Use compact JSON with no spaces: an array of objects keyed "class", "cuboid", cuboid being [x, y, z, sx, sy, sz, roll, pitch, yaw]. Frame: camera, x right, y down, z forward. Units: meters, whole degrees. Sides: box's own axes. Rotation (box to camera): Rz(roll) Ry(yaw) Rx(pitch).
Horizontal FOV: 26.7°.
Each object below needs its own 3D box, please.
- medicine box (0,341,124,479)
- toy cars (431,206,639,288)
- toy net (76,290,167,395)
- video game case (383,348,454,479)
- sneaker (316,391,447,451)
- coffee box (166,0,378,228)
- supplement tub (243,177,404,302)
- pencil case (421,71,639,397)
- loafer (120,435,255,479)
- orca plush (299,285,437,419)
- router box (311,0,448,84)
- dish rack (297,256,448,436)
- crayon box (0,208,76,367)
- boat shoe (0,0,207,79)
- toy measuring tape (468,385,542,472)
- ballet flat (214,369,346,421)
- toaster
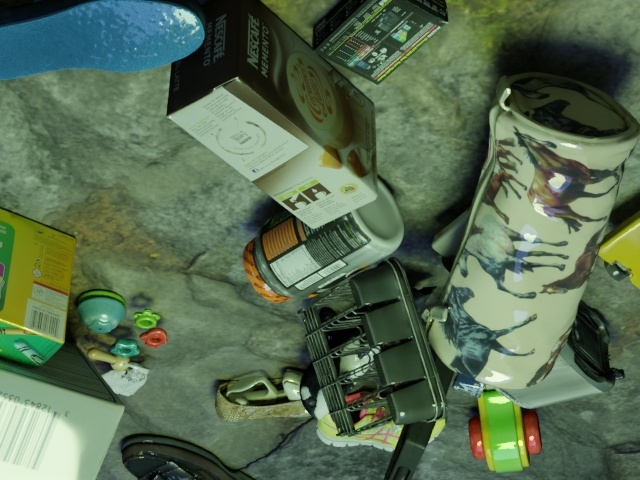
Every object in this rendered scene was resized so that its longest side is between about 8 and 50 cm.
[{"class":"medicine box","cuboid":[-0.439,0.206,1.803,0.263,0.289,0.149,21,93,-26]},{"class":"toy cars","cuboid":[0.338,0.018,1.751,0.394,0.087,0.176,2,128,1]},{"class":"toy net","cuboid":[-0.277,0.150,1.946,0.122,0.045,0.232,-3,145,-1]},{"class":"video game case","cuboid":[0.146,0.232,1.880,0.035,0.275,0.248,21,143,4]},{"class":"sneaker","cuboid":[0.092,0.274,2.091,0.208,0.081,0.094,-5,141,6]},{"class":"coffee box","cuboid":[-0.047,-0.141,1.475,0.098,0.141,0.246,-25,138,29]},{"class":"supplement tub","cuboid":[0.000,0.000,1.687,0.190,0.117,0.117,-30,135,34]},{"class":"pencil case","cuboid":[0.236,-0.007,1.580,0.184,0.160,0.410,1,129,-13]},{"class":"loafer","cuboid":[-0.207,0.417,2.261,0.109,0.095,0.302,-29,135,32]},{"class":"orca plush","cuboid":[0.036,0.136,1.889,0.102,0.151,0.287,39,139,0]},{"class":"router box","cuboid":[0.063,-0.229,1.444,0.092,0.038,0.122,24,137,-30]},{"class":"dish rack","cuboid":[0.055,0.151,1.742,0.074,0.208,0.271,-13,171,-21]},{"class":"crayon box","cuboid":[-0.449,0.033,1.677,0.278,0.165,0.081,24,137,-29]},{"class":"boat shoe","cuboid":[-0.243,-0.233,1.396,0.258,0.089,0.109,0,131,7]},{"class":"toy measuring tape","cuboid":[0.275,0.270,2.063,0.121,0.121,0.330,-9,143,10]},{"class":"ballet flat","cuboid":[-0.064,0.232,2.042,0.206,0.073,0.067,-11,128,7]},{"class":"toaster","cuboid":[0.315,0.153,1.898,0.146,0.129,0.227,-20,142,29]}]
